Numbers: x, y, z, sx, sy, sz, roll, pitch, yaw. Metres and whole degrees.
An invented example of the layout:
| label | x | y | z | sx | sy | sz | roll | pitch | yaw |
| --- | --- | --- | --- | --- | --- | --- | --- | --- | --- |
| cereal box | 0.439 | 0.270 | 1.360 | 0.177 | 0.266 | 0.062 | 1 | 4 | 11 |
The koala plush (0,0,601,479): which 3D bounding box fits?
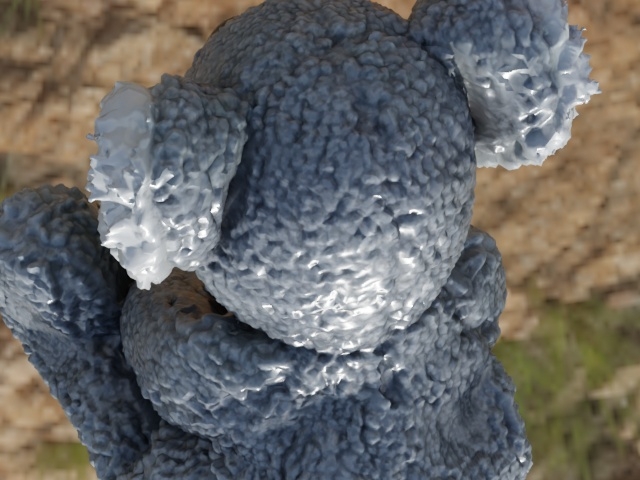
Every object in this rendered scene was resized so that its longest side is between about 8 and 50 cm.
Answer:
| label | x | y | z | sx | sy | sz | roll | pitch | yaw |
| --- | --- | --- | --- | --- | --- | --- | --- | --- | --- |
| koala plush | 0.000 | 0.000 | 0.689 | 0.196 | 0.203 | 0.221 | -16 | 147 | -19 |
